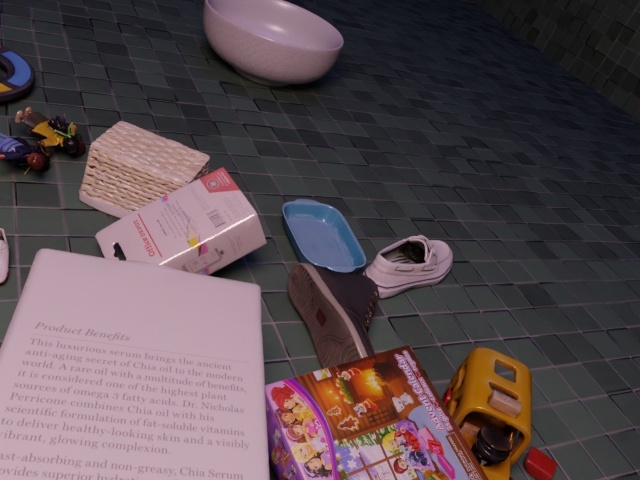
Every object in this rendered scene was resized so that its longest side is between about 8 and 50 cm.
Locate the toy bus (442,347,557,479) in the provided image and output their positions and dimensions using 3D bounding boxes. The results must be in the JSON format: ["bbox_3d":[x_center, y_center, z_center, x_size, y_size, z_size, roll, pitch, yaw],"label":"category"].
[{"bbox_3d":[0.204,0.224,0.770,0.191,0.104,0.202,-4,41,-33],"label":"toy bus"}]

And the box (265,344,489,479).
[{"bbox_3d":[0.076,0.260,0.636,0.201,0.057,0.293,-9,55,-34],"label":"box"}]

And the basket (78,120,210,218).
[{"bbox_3d":[-0.259,-0.095,0.954,0.167,0.103,0.113,22,35,-1],"label":"basket"}]

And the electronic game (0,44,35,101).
[{"bbox_3d":[-0.616,-0.298,1.086,0.229,0.048,0.229,15,35,-10],"label":"electronic game"}]

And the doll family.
[{"bbox_3d":[-0.432,-0.148,0.965,0.111,0.076,0.193,31,39,5],"label":"doll family"}]

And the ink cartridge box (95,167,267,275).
[{"bbox_3d":[-0.189,-0.004,0.858,0.198,0.067,0.115,-28,51,-13],"label":"ink cartridge box"}]

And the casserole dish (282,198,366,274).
[{"bbox_3d":[0.000,0.000,1.029,0.114,0.037,0.188,3,39,-27],"label":"casserole dish"}]

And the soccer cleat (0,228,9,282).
[{"bbox_3d":[-0.398,0.019,0.777,0.029,0.036,0.083,4,37,-25],"label":"soccer cleat"}]

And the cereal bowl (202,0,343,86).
[{"bbox_3d":[-0.124,-0.472,1.524,0.339,0.141,0.339,15,35,-11],"label":"cereal bowl"}]

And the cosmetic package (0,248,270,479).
[{"bbox_3d":[-0.169,0.219,0.513,0.230,0.161,0.453,11,35,-15],"label":"cosmetic package"}]

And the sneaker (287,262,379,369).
[{"bbox_3d":[0.050,0.112,0.860,0.118,0.083,0.222,4,40,-34],"label":"sneaker"}]

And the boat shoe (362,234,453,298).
[{"bbox_3d":[0.160,0.032,1.039,0.083,0.076,0.226,39,37,23],"label":"boat shoe"}]
